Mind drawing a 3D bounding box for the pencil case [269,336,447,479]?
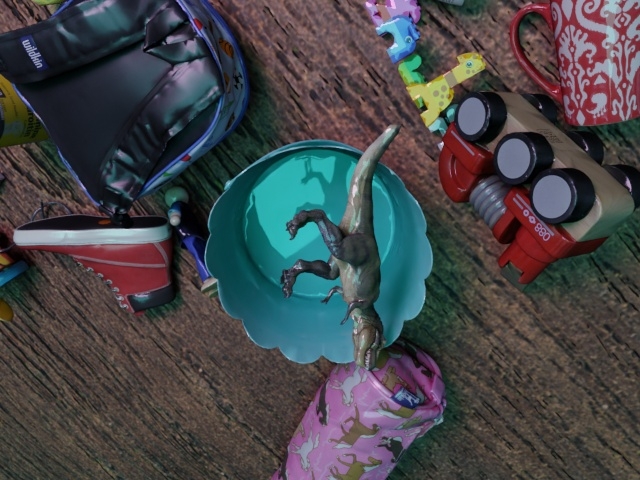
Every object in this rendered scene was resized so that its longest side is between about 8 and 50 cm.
[{"bbox_3d":[0.048,0.340,0.777,0.160,0.167,0.386,15,116,-29],"label":"pencil case"}]

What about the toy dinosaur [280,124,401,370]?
[{"bbox_3d":[0.020,0.012,0.507,0.118,0.064,0.268,-3,106,-16],"label":"toy dinosaur"}]

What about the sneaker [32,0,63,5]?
[{"bbox_3d":[-0.398,-0.415,0.620,0.094,0.081,0.208,-11,104,31],"label":"sneaker"}]

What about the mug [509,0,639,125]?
[{"bbox_3d":[0.323,-0.233,0.563,0.113,0.150,0.169,-23,111,-19],"label":"mug"}]

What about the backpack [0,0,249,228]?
[{"bbox_3d":[-0.228,-0.201,0.617,0.263,0.213,0.276,-24,109,27],"label":"backpack"}]

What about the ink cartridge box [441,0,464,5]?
[{"bbox_3d":[0.120,-0.416,0.556,0.181,0.056,0.224,18,88,5],"label":"ink cartridge box"}]

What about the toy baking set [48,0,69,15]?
[{"bbox_3d":[-0.365,-0.452,0.651,0.197,0.030,0.256,32,112,-1],"label":"toy baking set"}]

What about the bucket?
[{"bbox_3d":[0.000,0.000,0.629,0.281,0.183,0.281,0,106,-1],"label":"bucket"}]

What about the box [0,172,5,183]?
[{"bbox_3d":[-0.696,-0.137,0.816,0.183,0.056,0.231,-38,98,20],"label":"box"}]

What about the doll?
[{"bbox_3d":[-0.198,-0.003,0.731,0.046,0.129,0.189,-28,73,-6],"label":"doll"}]

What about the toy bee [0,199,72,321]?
[{"bbox_3d":[-0.592,0.038,0.797,0.195,0.162,0.298,37,114,-6],"label":"toy bee"}]

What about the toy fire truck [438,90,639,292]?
[{"bbox_3d":[0.245,-0.038,0.605,0.158,0.217,0.246,-8,140,-27],"label":"toy fire truck"}]

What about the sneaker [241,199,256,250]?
[{"bbox_3d":[-0.116,-0.002,0.743,0.065,0.061,0.158,4,111,3],"label":"sneaker"}]

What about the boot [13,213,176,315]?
[{"bbox_3d":[-0.369,0.049,0.781,0.244,0.088,0.176,2,113,-5],"label":"boot"}]

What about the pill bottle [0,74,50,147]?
[{"bbox_3d":[-0.441,-0.190,0.675,0.103,0.184,0.103,4,110,10],"label":"pill bottle"}]

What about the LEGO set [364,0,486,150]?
[{"bbox_3d":[0.148,-0.224,0.595,0.093,0.087,0.227,-27,103,19],"label":"LEGO set"}]
